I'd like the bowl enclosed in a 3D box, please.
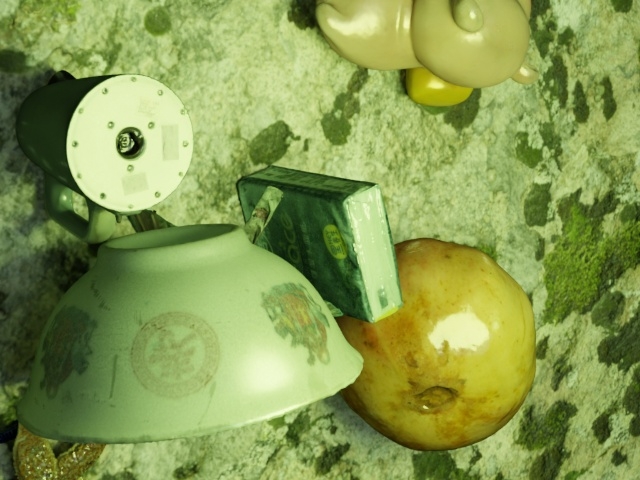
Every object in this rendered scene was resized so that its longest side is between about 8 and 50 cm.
[{"bbox_3d":[-0.171,0.089,1.468,0.434,0.435,0.196,-12,101,-33],"label":"bowl"}]

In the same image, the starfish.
[{"bbox_3d":[-0.376,0.316,1.585,0.295,0.048,0.231,2,118,-35],"label":"starfish"}]

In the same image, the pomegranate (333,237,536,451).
[{"bbox_3d":[0.171,0.143,1.802,0.338,0.338,0.338,-8,105,-34],"label":"pomegranate"}]

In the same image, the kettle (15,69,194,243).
[{"bbox_3d":[-0.279,-0.102,1.456,0.160,0.243,0.211,-9,103,-32],"label":"kettle"}]

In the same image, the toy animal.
[{"bbox_3d":[0.183,-0.355,1.722,0.345,0.247,0.278,24,84,-36],"label":"toy animal"}]

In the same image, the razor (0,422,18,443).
[{"bbox_3d":[-0.430,0.268,1.561,0.154,0.028,0.044,-27,124,-28],"label":"razor"}]

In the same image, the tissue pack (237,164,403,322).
[{"bbox_3d":[0.000,0.000,1.665,0.081,0.257,0.185,-24,112,-32],"label":"tissue pack"}]

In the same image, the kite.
[{"bbox_3d":[-0.124,0.038,1.625,0.314,0.335,0.011,-63,180,39],"label":"kite"}]
